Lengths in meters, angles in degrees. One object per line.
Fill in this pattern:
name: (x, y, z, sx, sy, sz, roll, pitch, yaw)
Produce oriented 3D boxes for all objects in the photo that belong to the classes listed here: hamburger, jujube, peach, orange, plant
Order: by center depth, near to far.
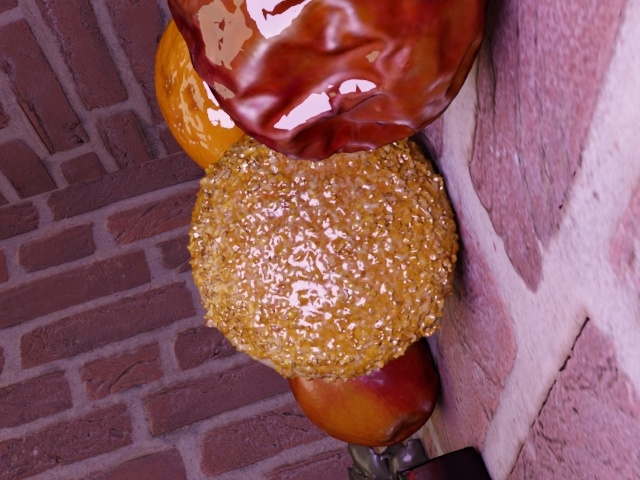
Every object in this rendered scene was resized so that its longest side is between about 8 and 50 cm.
jujube: (-0.001, -0.232, 0.588, 0.216, 0.216, 0.342, 85, 174, -68)
hamburger: (0.000, 0.000, 0.889, 0.179, 0.276, 0.294, 50, -164, -75)
orange: (-0.070, -0.197, 1.051, 0.261, 0.261, 0.261, 162, 90, -85)
peach: (0.068, 0.196, 1.256, 0.243, 0.199, 0.243, 29, 158, 13)
plant: (0.120, 0.513, 1.582, 0.213, 0.215, 0.312, 60, -153, -29)

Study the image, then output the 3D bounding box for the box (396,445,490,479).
box: (0.206, 0.487, 1.189, 0.415, 0.115, 0.264, 78, 173, -54)
